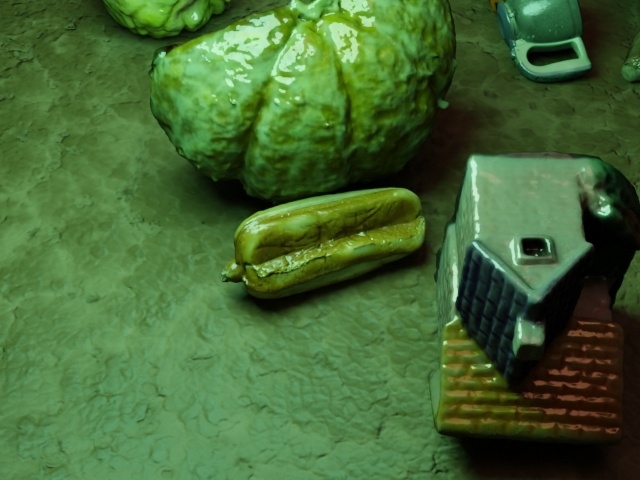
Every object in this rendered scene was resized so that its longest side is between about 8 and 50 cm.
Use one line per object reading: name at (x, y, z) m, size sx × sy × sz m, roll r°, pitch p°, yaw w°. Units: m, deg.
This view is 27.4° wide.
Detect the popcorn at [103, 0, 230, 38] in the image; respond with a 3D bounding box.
popcorn at (-0.203, -0.390, 1.755) m, size 0.212 × 0.259 × 0.259 m, roll 8°, pitch 40°, yaw -29°

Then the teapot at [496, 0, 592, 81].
teapot at (0.297, -0.286, 1.775) m, size 0.108 × 0.149 × 0.111 m, roll -18°, pitch 8°, yaw 1°

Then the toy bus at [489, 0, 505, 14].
toy bus at (0.329, -0.452, 1.899) m, size 0.153 × 0.143 × 0.329 m, roll 28°, pitch 51°, yaw 37°

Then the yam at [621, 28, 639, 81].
yam at (0.471, -0.291, 1.802) m, size 0.057 × 0.056 × 0.241 m, roll 22°, pitch 47°, yaw 19°

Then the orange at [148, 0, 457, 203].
orange at (-0.002, -0.154, 1.523) m, size 0.369 × 0.271 × 0.210 m, roll -19°, pitch 80°, yaw -18°

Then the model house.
model house at (0.224, 0.073, 1.312) m, size 0.202 × 0.237 × 0.237 m, roll 8°, pitch 50°, yaw -3°

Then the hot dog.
hot dog at (0.000, 0.000, 1.476) m, size 0.249 × 0.102 × 0.076 m, roll -16°, pitch 7°, yaw -20°
